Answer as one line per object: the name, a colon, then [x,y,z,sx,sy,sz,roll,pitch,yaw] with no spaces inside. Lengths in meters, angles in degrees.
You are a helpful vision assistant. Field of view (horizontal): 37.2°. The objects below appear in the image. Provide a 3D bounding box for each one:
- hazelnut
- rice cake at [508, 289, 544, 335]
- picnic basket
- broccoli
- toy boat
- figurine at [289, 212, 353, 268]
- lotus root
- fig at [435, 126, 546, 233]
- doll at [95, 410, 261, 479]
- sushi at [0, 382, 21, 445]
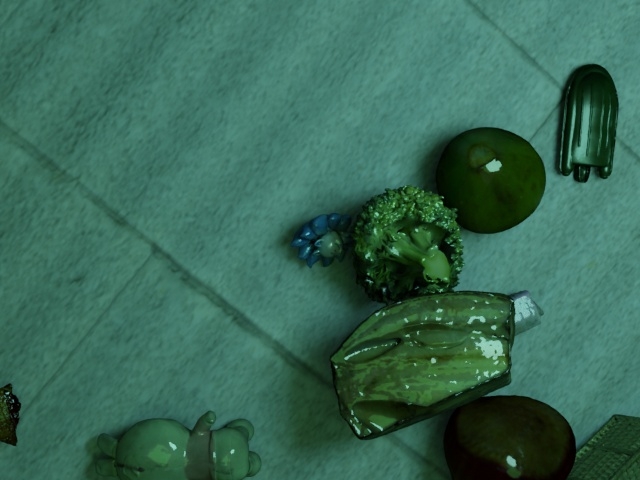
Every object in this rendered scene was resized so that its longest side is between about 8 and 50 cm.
hazelnut: [0.323,0.370,1.627,0.229,0.229,0.230,-1,95,-11]
rice cake: [0.213,0.189,1.650,0.399,0.064,0.070,-26,93,-8]
picnic basket: [0.539,0.429,1.673,0.196,0.134,0.154,-34,104,-29]
broccoli: [0.145,0.019,1.565,0.198,0.176,0.226,-32,95,-7]
toy boat: [0.474,-0.206,1.672,0.104,0.052,0.210,3,93,-9]
figurine: [0.000,0.000,1.582,0.114,0.114,0.079,-24,55,-8]
lotus root: [0.174,0.198,1.548,0.314,0.142,0.210,-11,80,0]
fig: [0.282,-0.107,1.586,0.181,0.191,0.181,-5,76,19]
doll: [-0.229,0.352,1.554,0.274,0.113,0.155,0,98,-12]
sushi: [-0.503,0.278,1.526,0.047,0.050,0.099,-8,103,-4]
